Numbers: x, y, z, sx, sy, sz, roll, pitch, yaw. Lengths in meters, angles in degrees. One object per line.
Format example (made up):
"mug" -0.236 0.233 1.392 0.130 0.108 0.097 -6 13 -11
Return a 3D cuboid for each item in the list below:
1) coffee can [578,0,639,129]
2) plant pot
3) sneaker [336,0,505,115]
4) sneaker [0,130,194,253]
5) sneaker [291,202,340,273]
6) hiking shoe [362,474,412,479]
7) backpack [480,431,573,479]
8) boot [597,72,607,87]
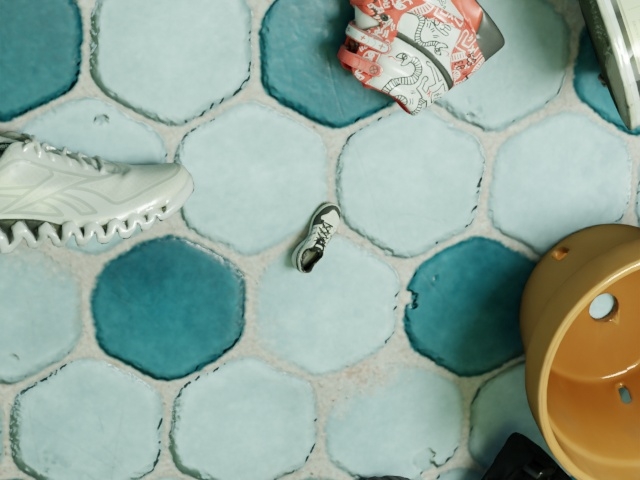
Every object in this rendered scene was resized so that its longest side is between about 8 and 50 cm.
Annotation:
"coffee can" 0.405 -0.246 1.778 0.275 0.201 0.201 -18 115 5
"plant pot" 0.341 0.109 1.971 0.291 0.203 0.291 -5 113 -13
"sneaker" 0.059 -0.246 1.815 0.145 0.090 0.270 -42 118 2
"sneaker" -0.272 -0.053 1.807 0.292 0.110 0.118 -9 105 -11
"sneaker" 0.000 0.000 1.930 0.032 0.037 0.083 24 103 -20
"hiking shoe" 0.042 0.363 2.076 0.227 0.086 0.114 -43 129 11
"backpack" 0.201 0.449 2.029 0.355 0.290 0.273 -41 136 -5
"boot" 0.398 -0.142 1.953 0.229 0.091 0.263 21 95 -21
